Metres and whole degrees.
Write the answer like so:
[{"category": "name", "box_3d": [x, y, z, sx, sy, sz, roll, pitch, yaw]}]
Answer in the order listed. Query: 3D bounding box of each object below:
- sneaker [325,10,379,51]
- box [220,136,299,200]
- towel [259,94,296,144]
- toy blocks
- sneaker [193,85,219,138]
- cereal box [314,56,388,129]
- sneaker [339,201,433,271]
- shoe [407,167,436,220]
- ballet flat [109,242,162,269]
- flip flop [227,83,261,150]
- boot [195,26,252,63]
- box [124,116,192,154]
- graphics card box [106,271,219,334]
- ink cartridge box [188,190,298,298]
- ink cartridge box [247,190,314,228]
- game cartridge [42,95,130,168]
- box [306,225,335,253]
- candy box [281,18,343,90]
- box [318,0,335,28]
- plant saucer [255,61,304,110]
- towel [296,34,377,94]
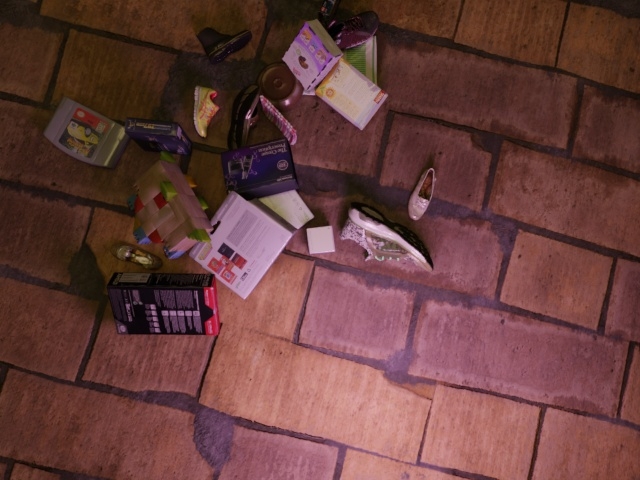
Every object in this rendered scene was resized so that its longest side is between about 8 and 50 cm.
[{"category": "sneaker", "box_3d": [0.114, -0.809, 1.804, 0.281, 0.162, 0.106, -35, 89, -3]}, {"category": "box", "box_3d": [-0.230, -0.264, 1.787, 0.261, 0.103, 0.185, -13, 76, 3]}, {"category": "towel", "box_3d": [-0.164, -0.462, 1.813, 0.029, 0.144, 0.197, -43, 89, -6]}, {"category": "toy blocks", "box_3d": [-0.563, -0.088, 1.679, 0.260, 0.190, 0.382, -36, 78, 19]}, {"category": "sneaker", "box_3d": [-0.442, -0.501, 1.833, 0.094, 0.081, 0.209, 1, 86, -5]}, {"category": "cereal box", "box_3d": [0.121, -0.576, 1.860, 0.240, 0.047, 0.173, 37, 96, -8]}, {"category": "sneaker", "box_3d": [0.250, 0.019, 1.837, 0.410, 0.158, 0.182, 34, 116, -3]}, {"category": "shoe", "box_3d": [0.404, -0.186, 1.871, 0.076, 0.058, 0.219, 20, 85, -2]}, {"category": "ballet flat", "box_3d": [-0.705, 0.057, 1.788, 0.206, 0.067, 0.073, 16, 86, -2]}, {"category": "flip flop", "box_3d": [-0.287, -0.470, 1.840, 0.112, 0.080, 0.277, 20, 100, 36]}, {"category": "boot", "box_3d": [-0.383, -0.809, 1.862, 0.197, 0.077, 0.137, -33, 84, -6]}, {"category": "box", "box_3d": [-0.591, -0.380, 1.739, 0.183, 0.233, 0.059, 6, 83, -3]}, {"category": "graphics card box", "box_3d": [-0.562, 0.234, 1.720, 0.370, 0.094, 0.233, 0, 123, -4]}, {"category": "ink cartridge box", "box_3d": [-0.286, 0.006, 1.746, 0.271, 0.130, 0.309, 38, 101, 0]}, {"category": "ink cartridge box", "box_3d": [-0.175, -0.115, 1.840, 0.224, 0.045, 0.223, -35, 88, -4]}, {"category": "game cartridge", "box_3d": [-0.901, -0.404, 1.815, 0.294, 0.060, 0.196, 27, 89, -1]}, {"category": "box", "box_3d": [0.000, 0.000, 1.822, 0.101, 0.087, 0.101, -7, 87, -4]}, {"category": "candy box", "box_3d": [-0.034, -0.696, 1.782, 0.165, 0.196, 0.070, 53, 49, 0]}, {"category": "box", "box_3d": [0.051, -0.950, 1.850, 0.044, 0.159, 0.233, 22, 85, -2]}, {"category": "plant saucer", "box_3d": [-0.165, -0.615, 1.863, 0.198, 0.036, 0.199, 0, 88, 6]}, {"category": "towel", "box_3d": [0.066, -0.709, 1.897, 0.324, 0.038, 0.248, -1, 87, -3]}]
